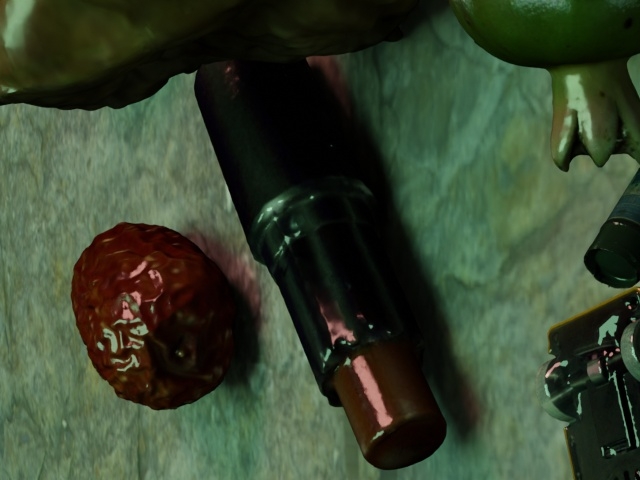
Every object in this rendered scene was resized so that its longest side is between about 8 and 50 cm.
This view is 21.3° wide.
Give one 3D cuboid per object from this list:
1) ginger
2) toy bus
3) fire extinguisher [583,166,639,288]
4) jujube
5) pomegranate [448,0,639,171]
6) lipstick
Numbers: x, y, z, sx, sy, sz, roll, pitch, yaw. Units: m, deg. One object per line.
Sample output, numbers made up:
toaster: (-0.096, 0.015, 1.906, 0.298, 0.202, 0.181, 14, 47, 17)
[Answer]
ginger: (-0.064, -0.193, 0.892, 0.200, 0.269, 0.223, -62, -37, -87)
toy bus: (0.147, 0.105, 0.713, 0.069, 0.074, 0.162, -32, 62, 51)
fire extinguisher: (0.142, -0.015, 0.733, 0.025, 0.083, 0.038, 23, 149, 21)
jujube: (-0.118, 0.049, 1.198, 0.112, 0.109, 0.176, -51, 26, 1)
pomegranate: (0.111, -0.100, 0.731, 0.114, 0.115, 0.142, 4, 103, 63)
lipstick: (0.000, 0.000, 0.982, 0.299, 0.081, 0.081, 66, 146, 37)
